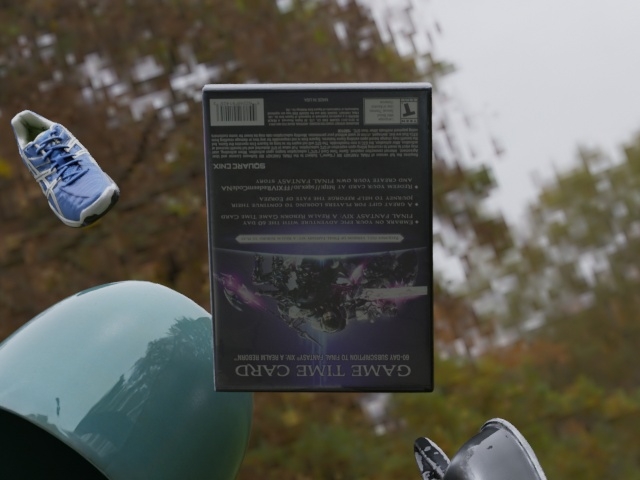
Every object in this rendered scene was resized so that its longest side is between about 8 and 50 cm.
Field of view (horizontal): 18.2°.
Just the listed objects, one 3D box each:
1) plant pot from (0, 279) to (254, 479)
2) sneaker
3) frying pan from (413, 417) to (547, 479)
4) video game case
[{"bbox_3d":[-0.201,0.181,1.956,0.235,0.293,0.293,-50,5,-35],"label":"plant pot"},{"bbox_3d":[-0.308,-0.084,2.353,0.080,0.211,0.081,-42,-49,-9],"label":"sneaker"},{"bbox_3d":[0.099,0.175,1.306,0.053,0.326,0.197,-10,-53,-14],"label":"frying pan"},{"bbox_3d":[0.000,0.000,1.730,0.196,0.274,0.026,0,16,5],"label":"video game case"}]
